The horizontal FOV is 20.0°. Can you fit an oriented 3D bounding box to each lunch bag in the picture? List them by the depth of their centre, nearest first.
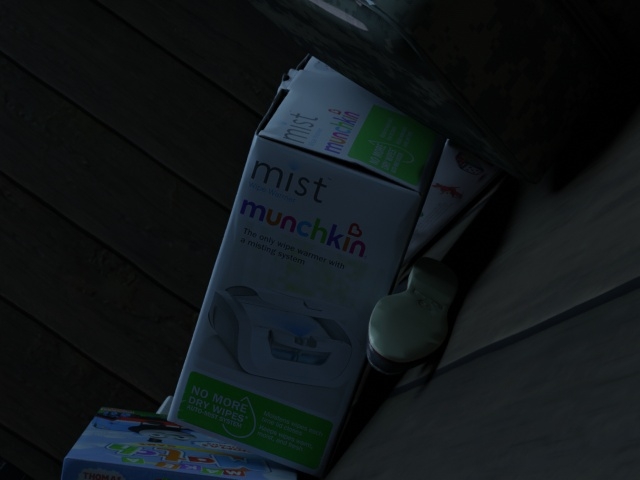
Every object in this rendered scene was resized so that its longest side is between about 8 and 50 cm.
[{"bbox_3d":[0.096,-0.216,1.163,0.256,0.212,0.305,-53,40,-1],"label":"lunch bag"}]

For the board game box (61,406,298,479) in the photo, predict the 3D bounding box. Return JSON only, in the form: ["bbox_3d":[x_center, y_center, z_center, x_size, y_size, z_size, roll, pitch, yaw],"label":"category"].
[{"bbox_3d":[-0.095,0.164,1.318,0.211,0.160,0.039,-95,12,-85],"label":"board game box"}]

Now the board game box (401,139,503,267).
[{"bbox_3d":[0.136,-0.098,1.563,0.193,0.053,0.305,-56,3,-24],"label":"board game box"}]

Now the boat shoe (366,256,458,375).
[{"bbox_3d":[0.054,0.055,1.161,0.043,0.049,0.137,-57,-1,27],"label":"boat shoe"}]

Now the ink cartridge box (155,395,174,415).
[{"bbox_3d":[-0.175,0.298,1.495,0.283,0.117,0.207,-54,3,22],"label":"ink cartridge box"}]

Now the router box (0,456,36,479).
[{"bbox_3d":[-0.318,0.379,1.712,0.309,0.243,0.081,-54,3,16],"label":"router box"}]

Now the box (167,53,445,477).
[{"bbox_3d":[0.000,0.000,1.329,0.262,0.126,0.231,-62,-8,-67],"label":"box"}]
